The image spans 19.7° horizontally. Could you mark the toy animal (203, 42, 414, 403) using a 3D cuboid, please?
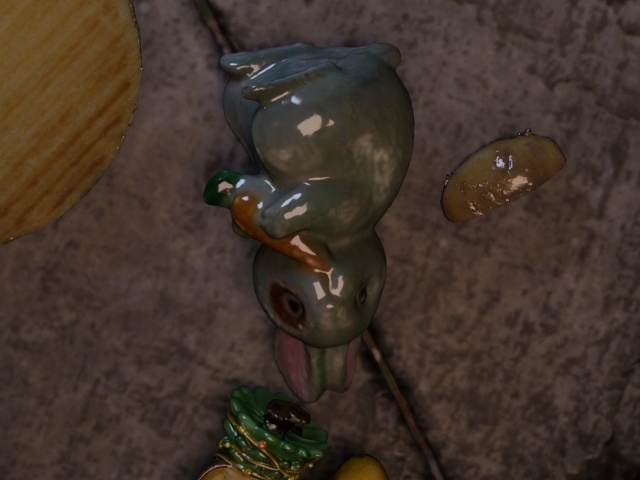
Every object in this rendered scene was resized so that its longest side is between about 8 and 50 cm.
[{"bbox_3d":[0.003,0.000,1.206,0.127,0.125,0.251,-1,109,19],"label":"toy animal"}]

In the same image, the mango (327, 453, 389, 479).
[{"bbox_3d":[-0.016,0.230,1.249,0.075,0.098,0.190,36,103,-28],"label":"mango"}]

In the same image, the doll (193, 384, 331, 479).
[{"bbox_3d":[-0.052,0.148,1.259,0.078,0.076,0.113,11,133,-40],"label":"doll"}]

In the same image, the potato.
[{"bbox_3d":[0.124,-0.046,1.254,0.093,0.036,0.037,-28,108,-3],"label":"potato"}]

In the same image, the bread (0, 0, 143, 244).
[{"bbox_3d":[-0.239,-0.109,1.139,0.267,0.040,0.267,-9,124,-14],"label":"bread"}]
